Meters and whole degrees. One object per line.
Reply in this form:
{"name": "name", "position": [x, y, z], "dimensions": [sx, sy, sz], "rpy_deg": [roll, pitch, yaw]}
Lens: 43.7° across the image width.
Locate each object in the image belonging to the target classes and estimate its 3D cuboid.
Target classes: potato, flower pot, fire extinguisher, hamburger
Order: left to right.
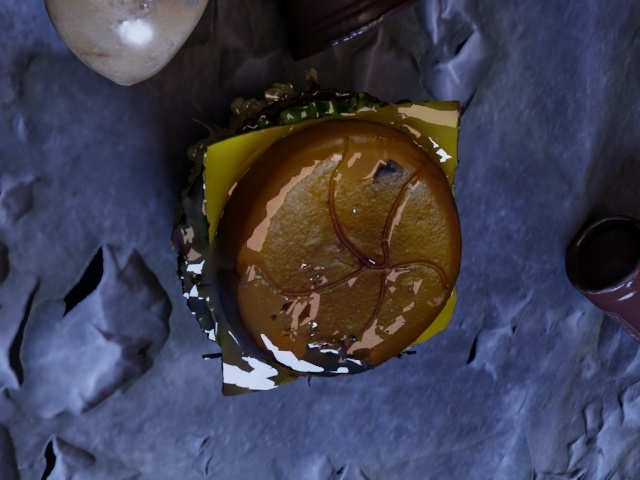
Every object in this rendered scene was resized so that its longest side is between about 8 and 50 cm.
{"name": "potato", "position": [-0.130, -0.178, 0.521], "dimensions": [0.112, 0.112, 0.147], "rpy_deg": [2, 96, -28]}
{"name": "hamburger", "position": [0.000, 0.000, 0.621], "dimensions": [0.243, 0.138, 0.262], "rpy_deg": [-9, 109, -23]}
{"name": "flower pot", "position": [0.010, -0.198, 0.593], "dimensions": [0.111, 0.111, 0.089], "rpy_deg": [-31, 106, -16]}
{"name": "fire extinguisher", "position": [0.379, 0.073, 0.872], "dimensions": [0.269, 0.104, 0.105], "rpy_deg": [34, 88, -31]}
